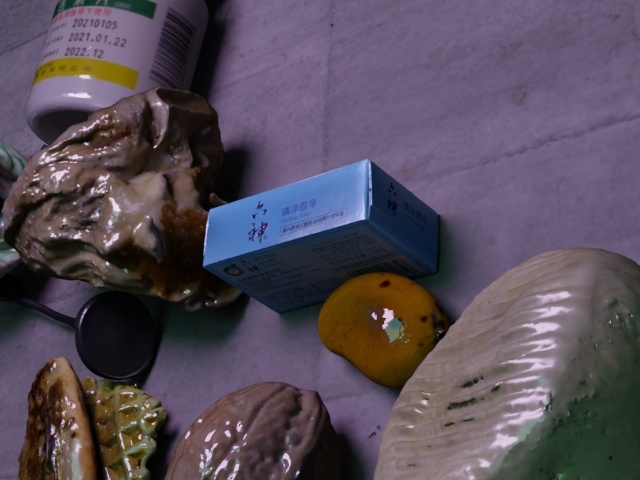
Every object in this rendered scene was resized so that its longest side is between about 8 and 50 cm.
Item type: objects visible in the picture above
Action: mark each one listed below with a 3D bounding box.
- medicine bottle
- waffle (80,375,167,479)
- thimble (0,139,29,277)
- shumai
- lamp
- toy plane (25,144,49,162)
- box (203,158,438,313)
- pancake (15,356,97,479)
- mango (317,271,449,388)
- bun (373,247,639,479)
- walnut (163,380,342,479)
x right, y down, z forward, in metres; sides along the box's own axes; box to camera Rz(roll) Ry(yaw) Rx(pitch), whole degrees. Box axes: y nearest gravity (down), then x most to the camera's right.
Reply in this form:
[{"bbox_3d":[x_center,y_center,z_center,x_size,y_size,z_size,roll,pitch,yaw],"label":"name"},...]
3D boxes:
[{"bbox_3d":[-0.265,-0.288,1.884,0.208,0.208,0.339,-6,63,38],"label":"medicine bottle"},{"bbox_3d":[-0.275,0.270,1.687,0.214,0.054,0.207,9,76,48],"label":"waffle"},{"bbox_3d":[-0.486,-0.042,1.865,0.150,0.219,0.219,5,70,43],"label":"thimble"},{"bbox_3d":[-0.223,-0.003,1.690,0.314,0.267,0.262,-33,70,10],"label":"shumai"},{"bbox_3d":[-0.345,0.073,1.836,0.371,0.130,0.108,29,105,54],"label":"lamp"},{"bbox_3d":[-0.377,-0.082,1.955,0.126,0.077,0.194,-49,44,-12],"label":"toy plane"},{"bbox_3d":[0.000,0.000,1.547,0.232,0.143,0.083,-15,57,34],"label":"box"},{"bbox_3d":[-0.342,0.304,1.679,0.244,0.057,0.266,-55,35,28],"label":"pancake"},{"bbox_3d":[0.068,0.091,1.482,0.178,0.090,0.115,30,95,53],"label":"mango"},{"bbox_3d":[0.204,0.168,1.205,0.326,0.235,0.362,-52,11,38],"label":"bun"},{"bbox_3d":[-0.068,0.248,1.442,0.178,0.178,0.230,11,55,43],"label":"walnut"}]
